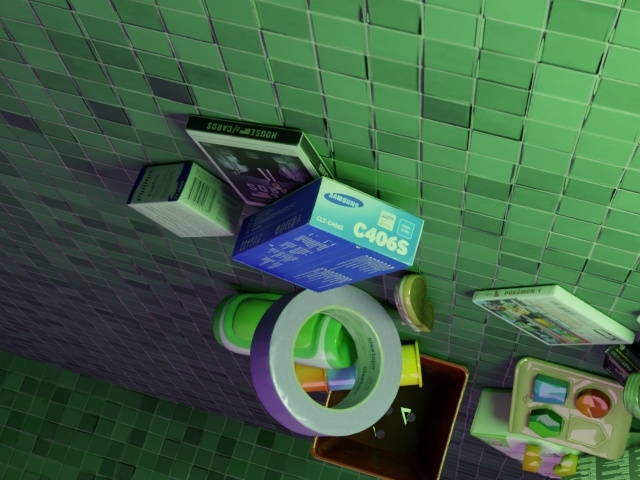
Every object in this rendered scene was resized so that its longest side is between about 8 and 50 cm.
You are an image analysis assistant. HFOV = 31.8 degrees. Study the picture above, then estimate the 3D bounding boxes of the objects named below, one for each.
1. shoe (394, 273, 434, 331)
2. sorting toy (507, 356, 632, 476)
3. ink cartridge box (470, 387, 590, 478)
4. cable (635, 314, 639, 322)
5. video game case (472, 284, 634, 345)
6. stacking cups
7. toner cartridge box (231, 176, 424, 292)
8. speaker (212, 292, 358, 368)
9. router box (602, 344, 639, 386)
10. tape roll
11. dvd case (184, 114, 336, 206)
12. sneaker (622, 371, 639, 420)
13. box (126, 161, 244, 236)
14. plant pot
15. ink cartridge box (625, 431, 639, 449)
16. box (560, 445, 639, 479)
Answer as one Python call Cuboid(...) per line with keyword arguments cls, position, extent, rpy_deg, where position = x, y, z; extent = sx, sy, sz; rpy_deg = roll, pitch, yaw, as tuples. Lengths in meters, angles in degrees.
Cuboid(cls="shoe", position=(0.153, 0.112, 1.932), extent=(0.058, 0.077, 0.219), rpy_deg=(7, 161, 16))
Cuboid(cls="sorting toy", position=(0.480, 0.366, 2.189), extent=(0.229, 0.041, 0.307), rpy_deg=(11, 131, 15))
Cuboid(cls="ink cartridge box", position=(0.492, 0.422, 2.431), extent=(0.273, 0.115, 0.198), rpy_deg=(32, 157, -34))
Cuboid(cls="cable", position=(0.627, 0.197, 1.713), extent=(0.257, 0.089, 0.257), rpy_deg=(4, 156, 37))
Cuboid(cls="video game case", position=(0.381, 0.125, 1.845), extent=(0.201, 0.023, 0.183), rpy_deg=(29, 159, -31))
Cuboid(cls="stacking cups", position=(0.043, 0.259, 2.260), extent=(0.316, 0.096, 0.096), rpy_deg=(-4, 159, 2))
Cuboid(cls="toner cartridge box", position=(0.000, 0.000, 1.673), extent=(0.165, 0.075, 0.348), rpy_deg=(21, 164, -18))
Cuboid(cls="speaker", position=(-0.067, 0.178, 2.242), extent=(0.296, 0.131, 0.131), rpy_deg=(6, 158, 32))
Cuboid(cls="router box", position=(0.532, 0.229, 1.886), extent=(0.122, 0.038, 0.092), rpy_deg=(45, 172, 22))
Cuboid(cls="tape roll", position=(0.012, 0.218, 2.050), extent=(0.274, 0.275, 0.090), rpy_deg=(26, 159, -23))
Cuboid(cls="dvd case", position=(-0.068, -0.101, 1.614), extent=(0.179, 0.030, 0.239), rpy_deg=(10, 159, 24))
Cuboid(cls="sneaker", position=(0.568, 0.272, 1.704), extent=(0.130, 0.087, 0.227), rpy_deg=(4, 153, 50))
Cuboid(cls="box", position=(-0.212, -0.063, 1.785), extent=(0.137, 0.072, 0.126), rpy_deg=(-2, 153, 44))
Cuboid(cls="plant pot", position=(0.145, 0.366, 2.410), extent=(0.267, 0.267, 0.236), rpy_deg=(17, 173, 4))
Cuboid(cls="ink cartridge box", position=(0.828, 0.486, 2.380), extent=(0.296, 0.066, 0.261), rpy_deg=(28, 160, -26))
Cuboid(cls="box", position=(0.738, 0.516, 2.301), extent=(0.395, 0.097, 0.318), rpy_deg=(-17, 136, 30))
